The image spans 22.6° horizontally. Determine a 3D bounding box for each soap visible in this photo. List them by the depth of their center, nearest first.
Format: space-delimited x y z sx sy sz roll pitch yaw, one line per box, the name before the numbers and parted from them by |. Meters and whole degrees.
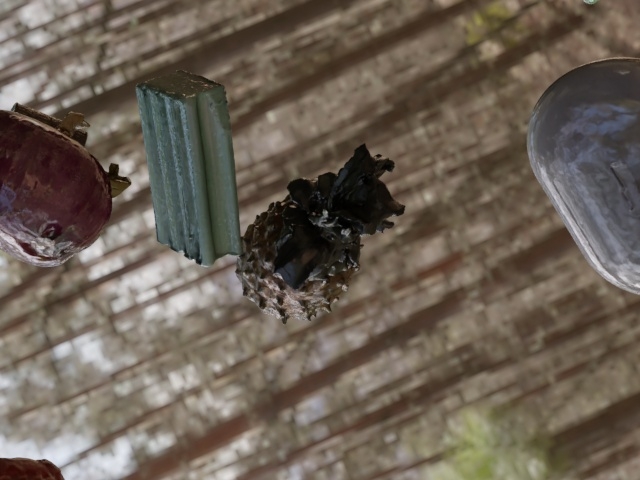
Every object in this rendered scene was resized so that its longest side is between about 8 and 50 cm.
soap | -0.144 -0.082 1.781 0.114 0.063 0.198 26 128 50

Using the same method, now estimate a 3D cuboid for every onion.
onion | -0.288 -0.056 1.570 0.177 0.153 0.177 29 -168 -7

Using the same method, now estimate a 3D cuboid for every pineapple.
pineapple | 0.000 0.000 1.813 0.141 0.170 0.310 41 153 -4

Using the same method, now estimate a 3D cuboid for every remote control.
remote control | 0.382 -0.070 1.893 0.332 0.221 0.103 55 -153 -22

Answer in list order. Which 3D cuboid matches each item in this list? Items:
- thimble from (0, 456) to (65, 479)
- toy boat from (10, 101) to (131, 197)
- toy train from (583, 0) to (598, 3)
thimble | -0.358 0.330 1.789 0.125 0.189 0.163 61 136 31
toy boat | -0.361 -0.120 2.168 0.226 0.088 0.068 22 -172 -19
toy train | 0.121 -0.372 1.206 0.369 0.150 0.237 34 -138 -18
